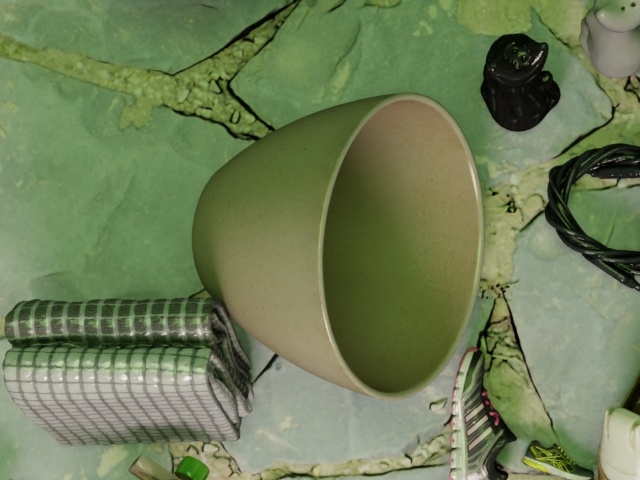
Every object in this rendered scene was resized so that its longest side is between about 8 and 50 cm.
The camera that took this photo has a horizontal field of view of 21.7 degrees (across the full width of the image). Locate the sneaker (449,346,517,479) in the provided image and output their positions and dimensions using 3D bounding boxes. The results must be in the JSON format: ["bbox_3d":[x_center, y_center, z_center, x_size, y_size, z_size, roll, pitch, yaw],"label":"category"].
[{"bbox_3d":[0.187,0.207,1.903,0.075,0.063,0.170,2,89,9],"label":"sneaker"}]

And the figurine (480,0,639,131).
[{"bbox_3d":[0.279,-0.215,1.863,0.215,0.209,0.092,-28,81,4],"label":"figurine"}]

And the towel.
[{"bbox_3d":[-0.205,0.143,1.860,0.235,0.283,0.121,-2,70,6],"label":"towel"}]

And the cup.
[{"bbox_3d":[0.000,0.000,1.853,0.237,0.331,0.331,4,83,36],"label":"cup"}]

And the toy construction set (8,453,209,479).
[{"bbox_3d":[-0.241,0.343,1.891,0.309,0.257,0.237,21,69,18],"label":"toy construction set"}]

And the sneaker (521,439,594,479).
[{"bbox_3d":[0.273,0.251,1.900,0.083,0.031,0.035,16,85,9],"label":"sneaker"}]

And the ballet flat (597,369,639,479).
[{"bbox_3d":[0.380,0.173,1.840,0.116,0.124,0.342,27,88,41],"label":"ballet flat"}]

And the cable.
[{"bbox_3d":[0.347,-0.039,1.916,0.184,0.047,0.150,36,89,11],"label":"cable"}]
